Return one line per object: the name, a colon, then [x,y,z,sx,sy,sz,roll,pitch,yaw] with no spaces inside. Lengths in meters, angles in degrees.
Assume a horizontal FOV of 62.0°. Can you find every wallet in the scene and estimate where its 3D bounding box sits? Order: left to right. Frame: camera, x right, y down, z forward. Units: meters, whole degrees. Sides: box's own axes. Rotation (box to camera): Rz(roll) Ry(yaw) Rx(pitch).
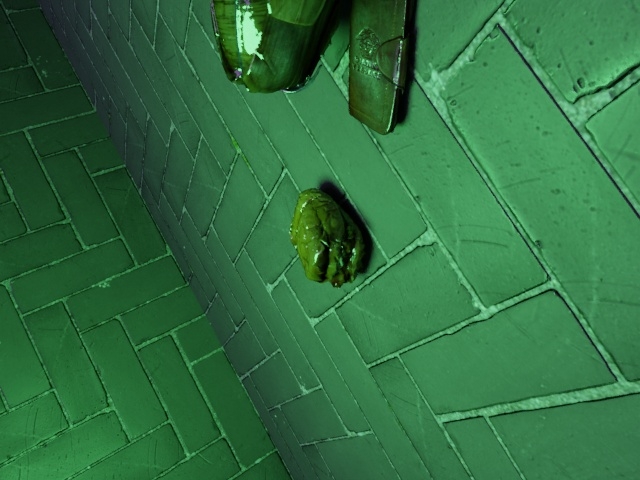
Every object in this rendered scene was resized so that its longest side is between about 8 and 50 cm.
wallet: [0.091,-0.302,0.850,0.137,0.031,0.255,41,143,43]

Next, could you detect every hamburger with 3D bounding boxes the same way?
hamburger: [0.000,0.000,1.147,0.206,0.130,0.183,52,147,27]

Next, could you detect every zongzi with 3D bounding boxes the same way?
zongzi: [0.014,-0.397,0.736,0.432,0.208,0.403,17,120,35]
